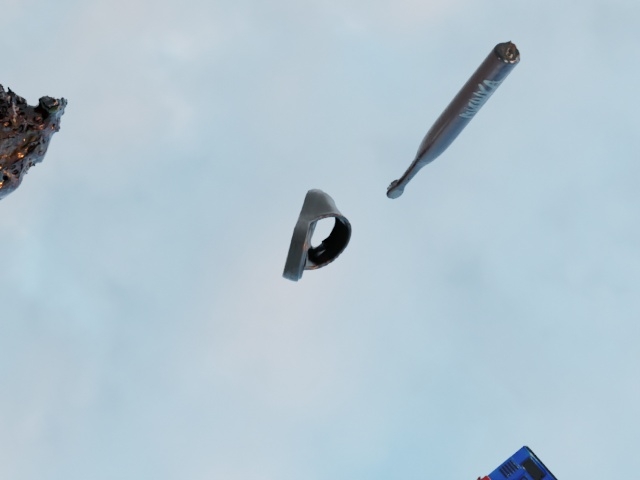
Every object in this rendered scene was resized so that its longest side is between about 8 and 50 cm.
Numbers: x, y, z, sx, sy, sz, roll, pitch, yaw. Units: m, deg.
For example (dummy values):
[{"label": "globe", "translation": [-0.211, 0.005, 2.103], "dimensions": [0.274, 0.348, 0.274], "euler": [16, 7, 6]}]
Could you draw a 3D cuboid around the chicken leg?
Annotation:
[{"label": "chicken leg", "translation": [-0.376, -0.093, 0.971], "dimensions": [0.234, 0.105, 0.063], "euler": [-51, -154, -18]}]

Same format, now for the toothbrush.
[{"label": "toothbrush", "translation": [0.175, -0.154, 1.240], "dimensions": [0.364, 0.041, 0.041], "euler": [126, -15, -55]}]

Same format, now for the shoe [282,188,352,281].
[{"label": "shoe", "translation": [0.000, 0.000, 1.414], "dimensions": [0.093, 0.108, 0.241], "euler": [15, -157, 2]}]

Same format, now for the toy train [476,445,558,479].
[{"label": "toy train", "translation": [0.317, 0.412, 1.263], "dimensions": [0.131, 0.083, 0.204], "euler": [-35, -116, -13]}]
